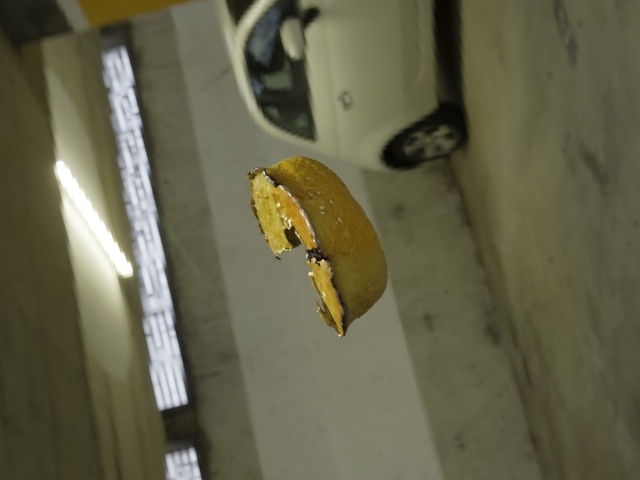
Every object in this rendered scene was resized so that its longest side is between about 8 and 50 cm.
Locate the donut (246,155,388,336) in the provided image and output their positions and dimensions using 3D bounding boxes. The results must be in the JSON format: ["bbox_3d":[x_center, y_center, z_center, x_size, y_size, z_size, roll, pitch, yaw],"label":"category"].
[{"bbox_3d":[-0.003,-0.009,1.168,0.181,0.078,0.146,50,161,41],"label":"donut"}]
